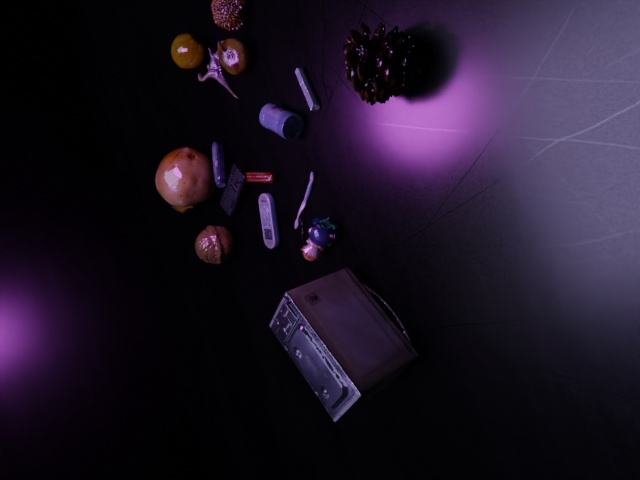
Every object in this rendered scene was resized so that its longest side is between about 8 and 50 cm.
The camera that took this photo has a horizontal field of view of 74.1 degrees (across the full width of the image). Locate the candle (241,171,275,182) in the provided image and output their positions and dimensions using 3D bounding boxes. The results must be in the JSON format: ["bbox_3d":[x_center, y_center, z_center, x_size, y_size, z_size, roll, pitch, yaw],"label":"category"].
[{"bbox_3d":[-0.300,-0.278,1.878,0.329,0.048,0.051,12,134,48],"label":"candle"}]

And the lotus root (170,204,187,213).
[{"bbox_3d":[-0.774,-0.292,2.340,0.193,0.193,0.290,-34,73,49],"label":"lotus root"}]

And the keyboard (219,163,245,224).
[{"bbox_3d":[-0.430,-0.198,2.014,0.103,0.041,0.381,50,142,17],"label":"keyboard"}]

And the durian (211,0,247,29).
[{"bbox_3d":[-0.365,-0.921,1.684,0.168,0.137,0.158,19,95,35],"label":"durian"}]

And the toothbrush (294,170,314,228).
[{"bbox_3d":[-0.062,-0.154,1.659,0.021,0.027,0.269,38,129,24],"label":"toothbrush"}]

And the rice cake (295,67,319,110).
[{"bbox_3d":[-0.047,-0.540,1.512,0.029,0.033,0.170,-31,78,50],"label":"rice cake"}]

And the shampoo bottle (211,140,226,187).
[{"bbox_3d":[-0.480,-0.359,2.006,0.087,0.049,0.233,-44,50,51],"label":"shampoo bottle"}]

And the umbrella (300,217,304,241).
[{"bbox_3d":[-0.071,-0.039,1.716,0.013,0.022,0.122,9,122,21],"label":"umbrella"}]

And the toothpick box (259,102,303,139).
[{"bbox_3d":[-0.149,-0.452,1.605,0.153,0.101,0.101,37,128,37],"label":"toothpick box"}]

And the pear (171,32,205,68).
[{"bbox_3d":[-0.611,-0.880,1.966,0.162,0.149,0.148,-28,80,39],"label":"pear"}]

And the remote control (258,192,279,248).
[{"bbox_3d":[-0.222,-0.086,1.852,0.087,0.047,0.243,5,105,45],"label":"remote control"}]

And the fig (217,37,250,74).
[{"bbox_3d":[-0.352,-0.751,1.728,0.153,0.121,0.135,43,127,32],"label":"fig"}]

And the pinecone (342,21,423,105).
[{"bbox_3d":[0.171,-0.485,1.156,0.222,0.222,0.221,19,116,45],"label":"pinecone"}]

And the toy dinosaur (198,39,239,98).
[{"bbox_3d":[-0.459,-0.751,1.896,0.200,0.072,0.250,2,93,39],"label":"toy dinosaur"}]

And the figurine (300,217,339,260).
[{"bbox_3d":[0.000,0.000,1.583,0.112,0.102,0.194,27,124,2],"label":"figurine"}]

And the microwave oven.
[{"bbox_3d":[0.072,0.340,1.437,0.394,0.333,0.247,51,140,25],"label":"microwave oven"}]

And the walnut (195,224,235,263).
[{"bbox_3d":[-0.528,0.020,2.120,0.213,0.213,0.213,19,116,45],"label":"walnut"}]

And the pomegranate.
[{"bbox_3d":[-0.666,-0.303,2.115,0.319,0.319,0.318,19,116,45],"label":"pomegranate"}]
